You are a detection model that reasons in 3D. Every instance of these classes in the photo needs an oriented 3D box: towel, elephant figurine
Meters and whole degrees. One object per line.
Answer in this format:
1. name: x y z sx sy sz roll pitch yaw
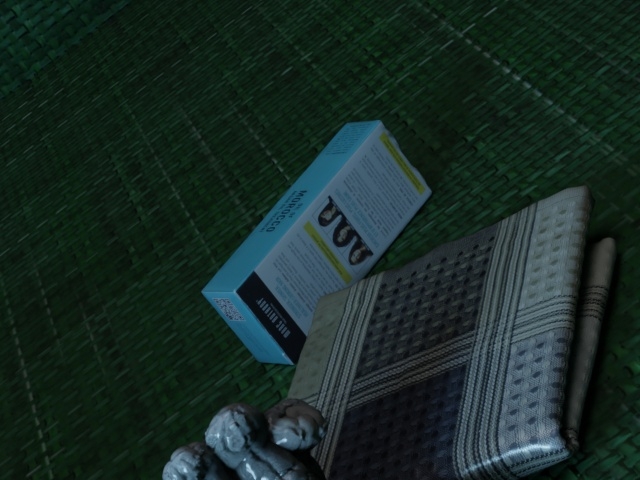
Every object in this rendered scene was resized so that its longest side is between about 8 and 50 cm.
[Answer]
1. towel: 0.098 0.112 1.535 0.312 0.056 0.324 -25 30 31
2. elephant figurine: -0.004 0.241 1.329 0.239 0.186 0.169 39 112 31

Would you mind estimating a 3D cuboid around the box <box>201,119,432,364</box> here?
1. box: 0.000 0.000 1.778 0.060 0.100 0.244 -1 43 54
